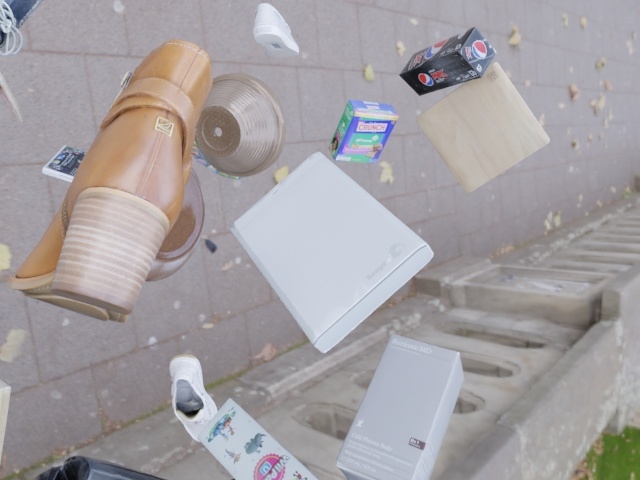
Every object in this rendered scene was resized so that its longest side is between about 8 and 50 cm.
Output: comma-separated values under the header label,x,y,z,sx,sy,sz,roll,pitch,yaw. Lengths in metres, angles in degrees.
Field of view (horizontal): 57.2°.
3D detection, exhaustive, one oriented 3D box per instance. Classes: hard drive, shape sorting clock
label,x,y,z,sx,sy,sz,roll,pitch,yaw
hard drive,0.000,0.000,0.892,0.203,0.307,0.040,-41,133,-1
shape sorting clock,-0.321,-0.251,1.805,0.206,0.206,0.040,43,60,-40

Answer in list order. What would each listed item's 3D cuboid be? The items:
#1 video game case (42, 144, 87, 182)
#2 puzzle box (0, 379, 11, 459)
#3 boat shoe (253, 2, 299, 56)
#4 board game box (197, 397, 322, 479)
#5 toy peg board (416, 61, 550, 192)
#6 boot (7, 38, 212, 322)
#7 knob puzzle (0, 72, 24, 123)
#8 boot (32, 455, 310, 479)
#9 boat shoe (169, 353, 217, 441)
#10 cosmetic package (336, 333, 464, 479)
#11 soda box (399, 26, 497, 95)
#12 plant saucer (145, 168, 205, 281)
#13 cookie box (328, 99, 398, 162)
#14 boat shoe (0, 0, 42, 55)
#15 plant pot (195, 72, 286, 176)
label,x,y,z,sx,sy,sz,roll,pitch,yaw
video game case,-0.691,-0.210,1.713,0.173,0.190,0.022,19,116,-14
puzzle box,-0.718,0.423,1.127,0.052,0.272,0.409,-2,107,-59
boat shoe,-0.082,-0.374,1.054,0.184,0.066,0.063,-14,103,-75
board game box,-0.053,0.436,1.030,0.097,0.303,0.224,-49,135,-17
toy peg board,0.280,-0.197,1.019,0.161,0.160,0.079,54,23,-5
boot,-0.191,-0.045,0.537,0.109,0.283,0.220,22,71,-21
knob puzzle,-0.586,-0.291,1.033,0.030,0.213,0.213,-34,118,-22
boot,-0.288,0.504,1.169,0.367,0.146,0.445,-41,125,16
boat shoe,-0.320,0.413,1.447,0.096,0.098,0.277,-101,180,-59
cosmetic package,0.134,0.282,0.938,0.238,0.127,0.107,-64,149,-29
soda box,0.203,-0.288,0.957,0.060,0.169,0.053,40,76,-21
plant saucer,-0.219,-0.043,0.793,0.198,0.036,0.199,2,87,-57
cookie box,0.076,-0.193,1.050,0.091,0.040,0.107,0,137,-26
boat shoe,-0.479,-0.306,0.830,0.254,0.079,0.095,-46,155,-22
plant pot,-0.204,-0.252,1.324,0.110,0.237,0.238,-44,126,-62
